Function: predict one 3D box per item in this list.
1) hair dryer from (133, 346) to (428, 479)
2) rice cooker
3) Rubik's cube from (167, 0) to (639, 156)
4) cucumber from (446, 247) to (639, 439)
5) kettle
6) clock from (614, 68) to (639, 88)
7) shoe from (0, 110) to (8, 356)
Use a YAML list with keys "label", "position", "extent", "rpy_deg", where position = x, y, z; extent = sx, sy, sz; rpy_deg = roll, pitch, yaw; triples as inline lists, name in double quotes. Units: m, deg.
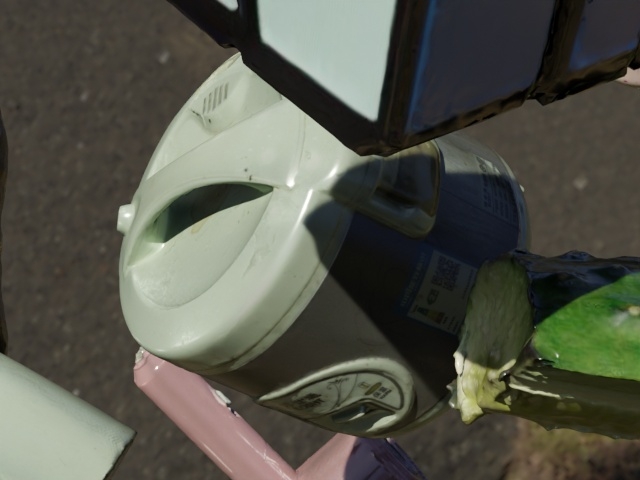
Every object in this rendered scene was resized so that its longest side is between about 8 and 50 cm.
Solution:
- label: "hair dryer"
  position: [-0.064, 0.228, 1.912]
  extent: [0.352, 0.210, 0.125]
  rpy_deg: [46, 3, -15]
- label: "rice cooker"
  position: [-0.002, 0.000, 1.365]
  extent: [0.277, 0.288, 0.288]
  rpy_deg: [26, 32, -34]
- label: "Rubik's cube"
  position: [0.060, -0.248, 0.803]
  extent: [0.283, 0.288, 0.293]
  rpy_deg: [-21, 49, -32]
- label: "cucumber"
  position: [0.248, 0.069, 0.987]
  extent: [0.325, 0.145, 0.105]
  rpy_deg: [11, 66, -7]
- label: "kettle"
  position: [-0.314, 0.182, 1.517]
  extent: [0.255, 0.165, 0.240]
  rpy_deg: [33, 14, -1]
- label: "clock"
  position: [0.403, -0.214, 1.547]
  extent: [0.309, 0.114, 0.284]
  rpy_deg: [4, 42, 3]
- label: "shoe"
  position: [-0.399, 0.018, 1.731]
  extent: [0.171, 0.384, 0.237]
  rpy_deg: [7, 17, -27]
